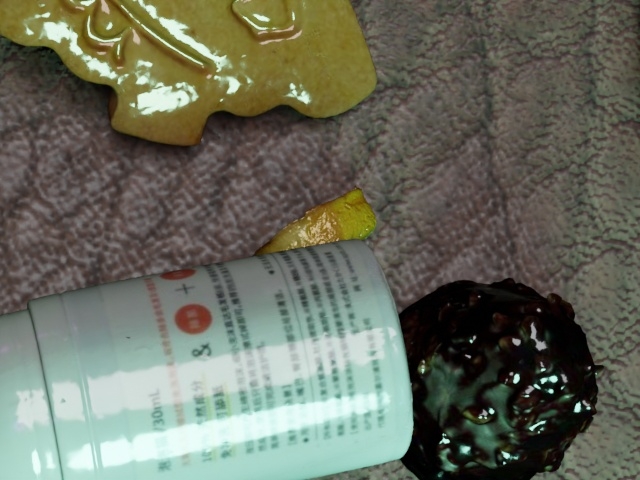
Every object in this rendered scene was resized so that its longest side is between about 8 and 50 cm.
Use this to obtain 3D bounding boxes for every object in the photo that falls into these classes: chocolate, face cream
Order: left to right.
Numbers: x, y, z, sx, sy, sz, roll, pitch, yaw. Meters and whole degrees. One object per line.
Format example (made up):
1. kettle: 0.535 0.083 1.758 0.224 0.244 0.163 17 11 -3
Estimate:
1. face cream: -0.139 0.100 1.084 0.369 0.145 0.145 -10 82 -10
2. chocolate: 0.121 0.083 1.138 0.156 0.133 0.156 2 77 -10

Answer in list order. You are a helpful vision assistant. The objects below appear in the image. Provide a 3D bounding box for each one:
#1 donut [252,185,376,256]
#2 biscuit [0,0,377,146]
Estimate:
1. donut: 0.000 0.000 1.184 0.083 0.067 0.038 -27 77 -45
2. biscuit: -0.073 -0.212 1.137 0.283 0.043 0.306 10 102 -19
